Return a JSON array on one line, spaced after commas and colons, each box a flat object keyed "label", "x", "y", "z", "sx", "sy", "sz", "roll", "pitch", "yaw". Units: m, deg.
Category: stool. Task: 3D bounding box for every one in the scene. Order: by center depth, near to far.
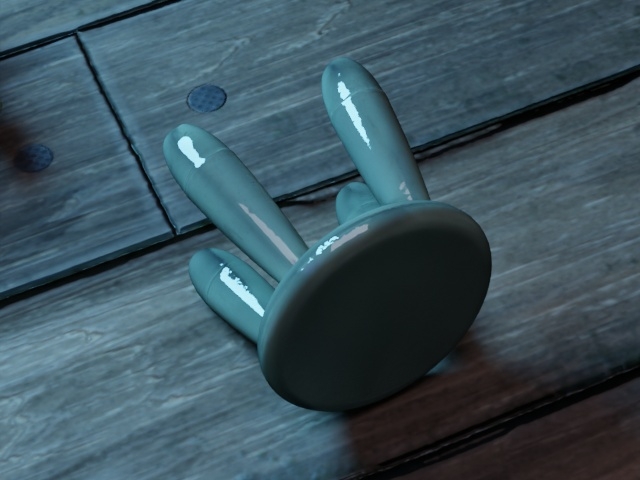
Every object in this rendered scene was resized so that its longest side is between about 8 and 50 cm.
[{"label": "stool", "x": 0.000, "y": 0.000, "z": 1.303, "sx": 0.195, "sy": 0.195, "sz": 0.199, "roll": -26, "pitch": 51, "yaw": -17}]

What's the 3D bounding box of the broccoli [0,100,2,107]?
[{"label": "broccoli", "x": -0.448, "y": -0.161, "z": 1.463, "sx": 0.324, "sy": 0.272, "sz": 0.334, "roll": 37, "pitch": 44, "yaw": -16}]
